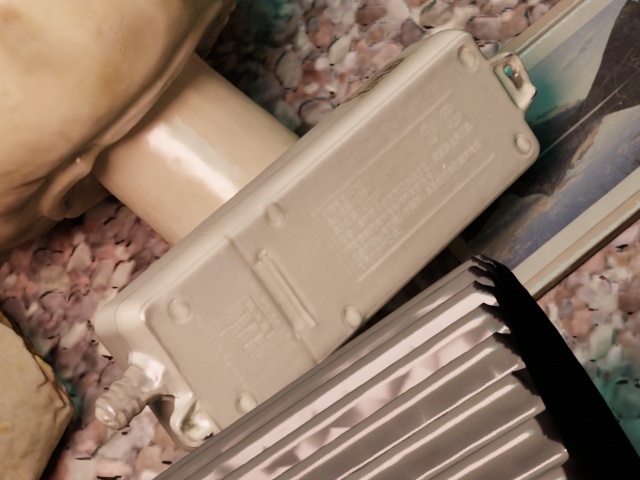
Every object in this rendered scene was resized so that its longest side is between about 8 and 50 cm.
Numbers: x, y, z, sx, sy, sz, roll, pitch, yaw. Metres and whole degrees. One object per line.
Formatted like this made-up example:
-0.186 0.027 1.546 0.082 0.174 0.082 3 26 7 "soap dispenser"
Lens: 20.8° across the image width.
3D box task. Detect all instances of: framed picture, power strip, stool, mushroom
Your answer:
0.150 -0.066 1.066 0.203 0.015 0.150 -38 58 1 "framed picture"
0.000 0.000 0.962 0.338 0.098 0.058 -42 16 -30 "power strip"
0.015 0.213 0.833 0.330 0.297 0.297 -32 58 11 "stool"
-0.131 -0.083 1.067 0.336 0.314 0.314 44 86 3 "mushroom"

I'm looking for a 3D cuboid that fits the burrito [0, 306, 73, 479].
-0.251 0.147 1.073 0.143 0.105 0.299 13 73 31 "burrito"
